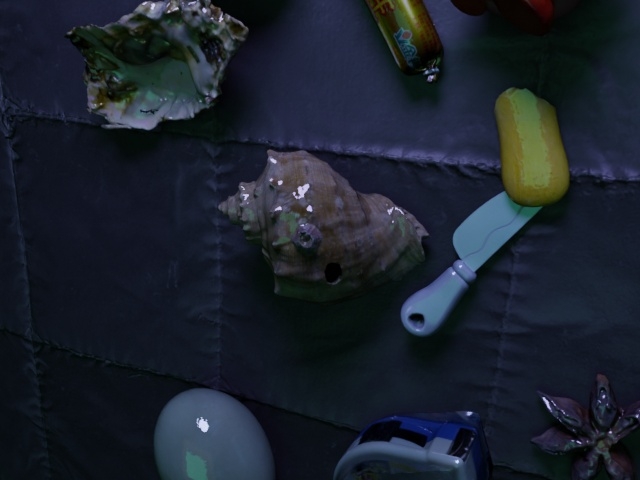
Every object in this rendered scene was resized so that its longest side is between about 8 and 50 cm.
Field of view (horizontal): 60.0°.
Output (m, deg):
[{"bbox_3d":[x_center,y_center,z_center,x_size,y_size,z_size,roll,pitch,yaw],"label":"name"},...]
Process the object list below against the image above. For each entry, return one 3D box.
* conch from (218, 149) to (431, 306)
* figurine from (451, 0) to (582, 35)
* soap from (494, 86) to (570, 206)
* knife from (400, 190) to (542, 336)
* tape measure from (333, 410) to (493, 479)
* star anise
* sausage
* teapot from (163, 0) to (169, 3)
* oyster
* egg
[{"bbox_3d":[-0.006,0.005,0.865,0.324,0.186,0.263,20,130,16],"label":"conch"},{"bbox_3d":[0.252,-0.344,0.653,0.173,0.173,0.173,7,108,20],"label":"figurine"},{"bbox_3d":[0.293,-0.129,0.769,0.089,0.033,0.168,-6,99,21],"label":"soap"},{"bbox_3d":[0.233,0.015,0.843,0.080,0.044,0.331,41,111,14],"label":"knife"},{"bbox_3d":[0.154,0.432,0.945,0.262,0.138,0.259,-2,104,23],"label":"tape measure"},{"bbox_3d":[0.409,0.300,0.841,0.172,0.063,0.207,10,109,21],"label":"star anise"},{"bbox_3d":[0.072,-0.383,0.762,0.082,0.082,0.371,-25,96,26],"label":"sausage"},{"bbox_3d":[-0.145,-0.424,0.798,0.220,0.149,0.318,35,140,26],"label":"teapot"},{"bbox_3d":[-0.250,-0.284,0.889,0.355,0.107,0.201,-2,133,30],"label":"oyster"},{"bbox_3d":[-0.196,0.410,1.042,0.203,0.203,0.282,-29,98,27],"label":"egg"}]
